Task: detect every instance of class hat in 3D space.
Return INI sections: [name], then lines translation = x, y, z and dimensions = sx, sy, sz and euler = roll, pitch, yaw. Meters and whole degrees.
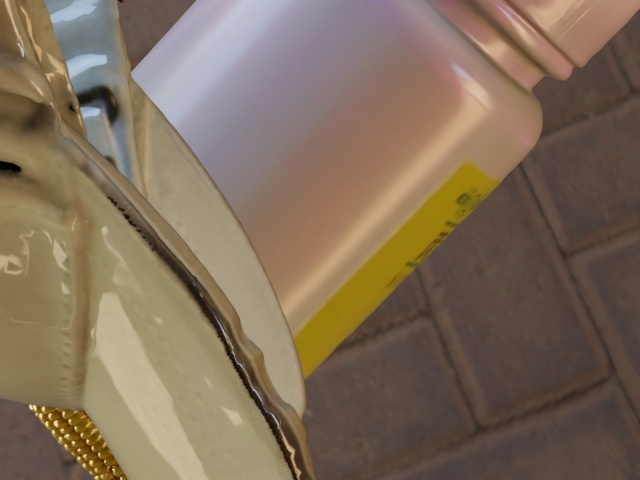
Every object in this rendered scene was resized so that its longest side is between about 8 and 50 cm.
[hat]
translation = -0.110, 0.015, 0.548
dimensions = 0.168, 0.258, 0.301
euler = -27, 98, 5

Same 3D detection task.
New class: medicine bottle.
[medicine bottle]
translation = 0.005, -0.080, 0.993
dimensions = 0.379, 0.213, 0.213
euler = -46, 64, 12

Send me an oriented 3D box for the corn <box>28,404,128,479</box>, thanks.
[corn]
translation = -0.193, 0.087, 1.191
dimensions = 0.081, 0.081, 0.248
euler = -36, 104, 3
